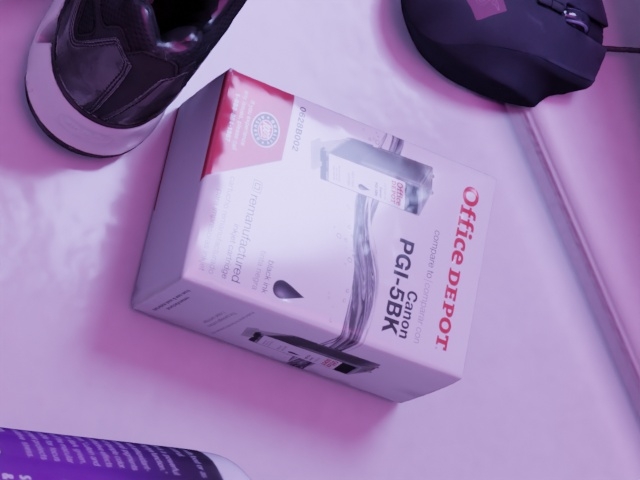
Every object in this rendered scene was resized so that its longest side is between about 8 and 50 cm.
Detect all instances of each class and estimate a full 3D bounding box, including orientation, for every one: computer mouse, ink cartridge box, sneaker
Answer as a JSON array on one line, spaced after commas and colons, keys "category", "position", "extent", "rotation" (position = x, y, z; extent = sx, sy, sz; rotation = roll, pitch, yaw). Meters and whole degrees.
[{"category": "computer mouse", "position": [0.147, -0.096, 0.958], "extent": [0.242, 0.041, 0.071], "rotation": [8, 72, -27]}, {"category": "ink cartridge box", "position": [0.000, 0.000, 0.842], "extent": [0.135, 0.056, 0.099], "rotation": [20, 67, -22]}, {"category": "sneaker", "position": [-0.048, -0.149, 0.827], "extent": [0.078, 0.106, 0.234], "rotation": [27, 65, -21]}]

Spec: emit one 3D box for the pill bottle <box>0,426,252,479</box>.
[{"category": "pill bottle", "position": [-0.083, 0.127, 0.732], "extent": [0.193, 0.108, 0.108], "rotation": [9, 72, -26]}]
